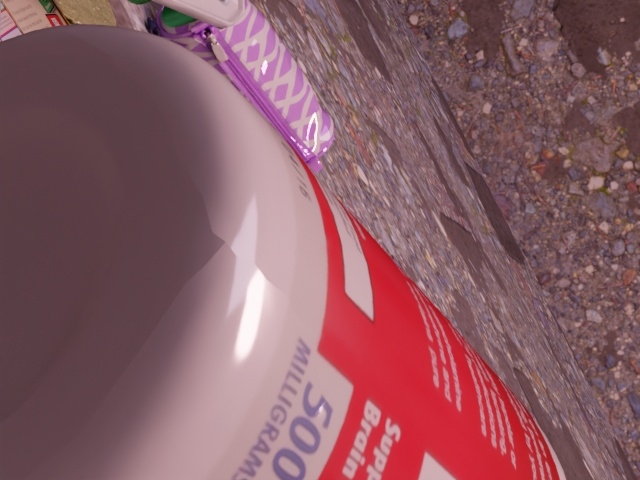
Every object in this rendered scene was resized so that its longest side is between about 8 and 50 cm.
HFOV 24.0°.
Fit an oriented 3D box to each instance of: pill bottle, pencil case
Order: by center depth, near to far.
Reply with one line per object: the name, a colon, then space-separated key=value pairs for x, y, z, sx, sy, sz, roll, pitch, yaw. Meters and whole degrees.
pill bottle: x=-0.028 y=0.111 z=0.645 sx=0.407 sy=0.229 sz=0.229 roll=46 pitch=20 yaw=-47
pencil case: x=-0.064 y=-0.150 z=1.361 sx=0.206 sy=0.086 sz=0.088 roll=49 pitch=3 yaw=-40

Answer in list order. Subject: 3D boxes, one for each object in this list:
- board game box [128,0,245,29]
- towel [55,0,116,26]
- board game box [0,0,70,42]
board game box: x=-0.195 y=-0.351 z=0.877 sx=0.390 sy=0.050 sz=0.390 roll=16 pitch=67 yaw=-50
towel: x=-0.193 y=-0.193 z=1.104 sx=0.110 sy=0.027 sz=0.148 roll=32 pitch=33 yaw=-63
board game box: x=-0.184 y=-0.106 z=0.914 sx=0.193 sy=0.045 sz=0.147 roll=59 pitch=14 yaw=-10
